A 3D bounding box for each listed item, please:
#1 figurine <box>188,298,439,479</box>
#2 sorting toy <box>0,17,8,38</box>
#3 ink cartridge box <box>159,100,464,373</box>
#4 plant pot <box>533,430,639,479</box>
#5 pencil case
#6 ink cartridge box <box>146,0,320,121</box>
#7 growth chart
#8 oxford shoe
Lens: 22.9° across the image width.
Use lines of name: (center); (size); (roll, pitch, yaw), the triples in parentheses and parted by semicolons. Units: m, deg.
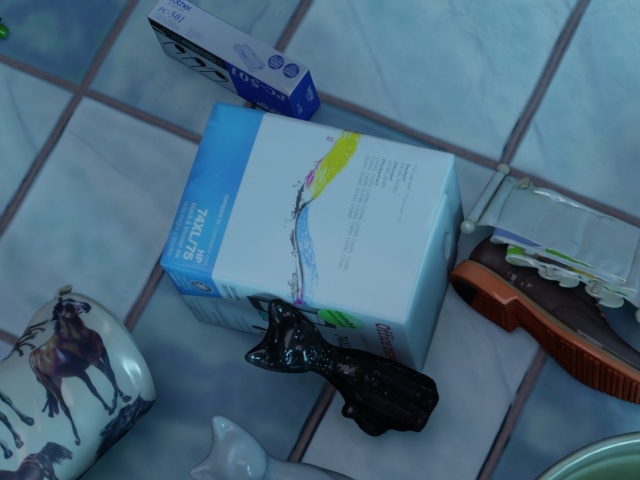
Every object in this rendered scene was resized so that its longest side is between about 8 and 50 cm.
figurine: (-0.014, 0.193, 1.629); (0.209, 0.092, 0.215); (31, 81, -27)
sorting toy: (-0.489, -0.149, 1.908); (0.126, 0.127, 0.366); (31, 72, -12)
ink cartridge box: (0.000, 0.000, 1.708); (0.270, 0.198, 0.197); (13, 71, 14)
plant pot: (0.294, 0.360, 1.472); (0.323, 0.280, 0.323); (0, 73, -1)
pencil case: (-0.355, 0.224, 1.629); (0.183, 0.160, 0.410); (45, 60, 4)
ink cartridge box: (-0.101, -0.212, 1.857); (0.207, 0.097, 0.046); (31, 77, 17)
growth chart: (0.269, 0.001, 1.714); (0.237, 0.021, 0.172); (27, 38, 15)
oxford shoe: (0.273, 0.078, 1.696); (0.271, 0.097, 0.098); (35, 72, 18)
